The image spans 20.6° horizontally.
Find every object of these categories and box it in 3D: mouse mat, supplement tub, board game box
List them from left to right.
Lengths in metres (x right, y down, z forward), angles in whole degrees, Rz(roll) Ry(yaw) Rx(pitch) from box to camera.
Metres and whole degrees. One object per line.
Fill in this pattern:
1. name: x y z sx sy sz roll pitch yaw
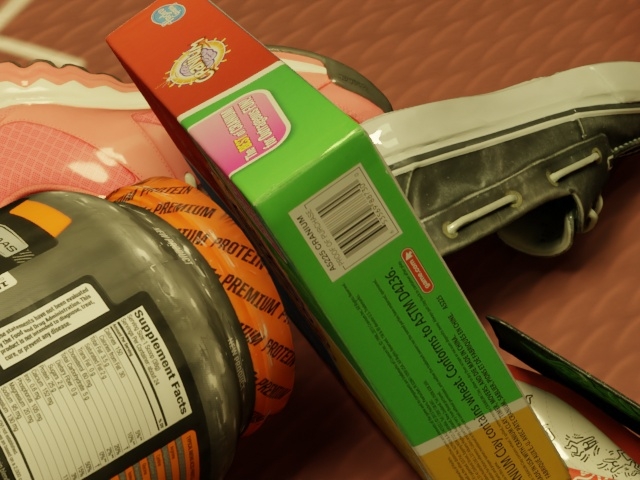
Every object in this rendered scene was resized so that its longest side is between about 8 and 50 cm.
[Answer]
1. supplement tub: -0.191 0.104 0.962 0.338 0.207 0.207 -29 53 -33
2. board game box: 0.000 0.000 0.998 0.064 0.242 0.316 -35 27 -5
3. mouse mat: 0.167 0.094 1.042 0.153 0.189 0.007 32 86 13

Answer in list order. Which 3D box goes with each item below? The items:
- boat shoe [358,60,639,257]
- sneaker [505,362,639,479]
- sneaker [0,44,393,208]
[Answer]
1. boat shoe: 0.139 -0.042 1.229 0.335 0.121 0.119 -16 82 -39
2. sneaker: 0.134 0.171 1.011 0.270 0.090 0.145 28 43 17
3. sneaker: -0.103 -0.045 1.222 0.314 0.116 0.136 -3 54 0
